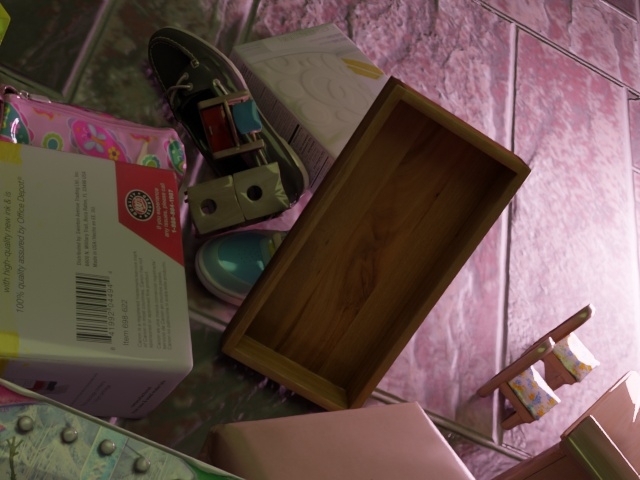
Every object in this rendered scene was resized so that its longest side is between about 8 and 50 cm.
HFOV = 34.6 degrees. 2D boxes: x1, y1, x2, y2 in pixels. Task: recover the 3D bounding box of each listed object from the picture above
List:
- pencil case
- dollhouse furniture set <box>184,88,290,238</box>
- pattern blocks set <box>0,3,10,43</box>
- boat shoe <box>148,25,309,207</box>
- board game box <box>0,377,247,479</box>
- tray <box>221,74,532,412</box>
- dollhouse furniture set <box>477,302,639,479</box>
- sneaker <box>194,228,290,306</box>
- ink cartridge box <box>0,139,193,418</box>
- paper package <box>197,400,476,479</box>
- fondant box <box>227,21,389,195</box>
[{"bbox_3d":[-0.315,-0.121,1.329,0.284,0.124,0.124,12,52,-38],"label":"pencil case"},{"bbox_3d":[-0.133,-0.108,1.396,0.129,0.129,0.183,-17,89,-8],"label":"dollhouse furniture set"},{"bbox_3d":[-0.511,-0.229,1.285,0.285,0.026,0.324,-38,106,-37],"label":"pattern blocks set"},{"bbox_3d":[-0.150,-0.177,1.511,0.335,0.112,0.095,49,41,1],"label":"boat shoe"},{"bbox_3d":[-0.263,0.349,0.926,0.390,0.050,0.390,25,71,-11],"label":"board game box"},{"bbox_3d":[0.064,0.017,1.326,0.203,0.411,0.076,31,16,-13],"label":"tray"},{"bbox_3d":[0.410,0.300,1.442,0.394,0.256,0.362,-28,77,-43],"label":"dollhouse furniture set"},{"bbox_3d":[0.000,0.000,1.417,0.319,0.208,0.127,1,59,-32],"label":"sneaker"},{"bbox_3d":[-0.361,0.039,1.176,0.385,0.160,0.279,10,56,-29],"label":"ink cartridge box"},{"bbox_3d":[0.053,0.356,1.157,0.310,0.168,0.325,-1,38,-36],"label":"paper package"},{"bbox_3d":[0.030,-0.189,1.619,0.238,0.096,0.330,-25,67,-43],"label":"fondant box"}]
